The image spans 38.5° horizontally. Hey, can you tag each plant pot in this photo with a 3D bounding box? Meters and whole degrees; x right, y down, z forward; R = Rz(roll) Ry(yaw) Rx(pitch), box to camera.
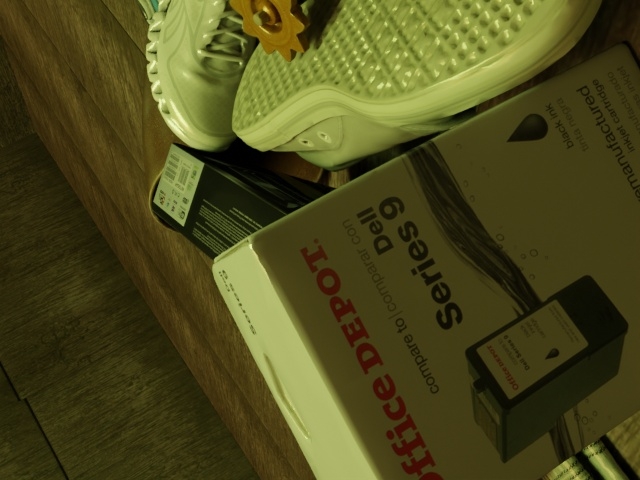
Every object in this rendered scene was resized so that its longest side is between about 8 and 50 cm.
[{"bbox_3d":[-0.131,-0.160,1.125,0.215,0.215,0.230,97,155,-59],"label":"plant pot"}]

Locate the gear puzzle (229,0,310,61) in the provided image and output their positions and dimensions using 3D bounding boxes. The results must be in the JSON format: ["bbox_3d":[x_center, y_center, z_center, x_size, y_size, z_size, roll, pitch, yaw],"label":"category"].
[{"bbox_3d":[-0.070,-0.284,0.665,0.175,0.044,0.339,18,140,47],"label":"gear puzzle"}]

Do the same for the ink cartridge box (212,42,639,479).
[{"bbox_3d":[0.108,0.035,0.594,0.211,0.289,0.121,62,162,-1],"label":"ink cartridge box"}]

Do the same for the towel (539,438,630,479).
[{"bbox_3d":[0.239,0.263,0.967,0.324,0.056,0.312,52,162,19],"label":"towel"}]

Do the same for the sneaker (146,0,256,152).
[{"bbox_3d":[-0.107,-0.237,0.933,0.118,0.110,0.292,-6,82,55],"label":"sneaker"}]

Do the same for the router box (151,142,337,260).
[{"bbox_3d":[0.000,0.000,0.913,0.309,0.243,0.081,33,106,56],"label":"router box"}]

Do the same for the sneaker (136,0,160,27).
[{"bbox_3d":[-0.173,-0.289,1.218,0.071,0.083,0.190,65,-175,6],"label":"sneaker"}]

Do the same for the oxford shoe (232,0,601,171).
[{"bbox_3d":[0.069,-0.143,0.724,0.130,0.169,0.449,22,166,-24],"label":"oxford shoe"}]
